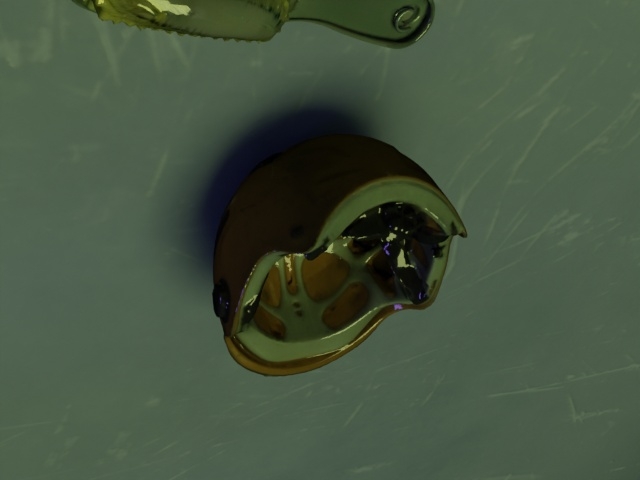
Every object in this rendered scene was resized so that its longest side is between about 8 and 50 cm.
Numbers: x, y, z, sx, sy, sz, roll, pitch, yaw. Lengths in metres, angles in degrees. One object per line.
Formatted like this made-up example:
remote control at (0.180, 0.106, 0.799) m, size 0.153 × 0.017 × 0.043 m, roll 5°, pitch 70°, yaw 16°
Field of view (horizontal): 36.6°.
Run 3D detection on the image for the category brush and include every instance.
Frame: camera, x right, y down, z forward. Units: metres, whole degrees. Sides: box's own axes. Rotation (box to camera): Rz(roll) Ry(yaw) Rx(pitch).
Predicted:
brush at (-0.027, -0.151, 0.627) m, size 0.297 × 0.060 × 0.068 m, roll -2°, pitch 132°, yaw -37°

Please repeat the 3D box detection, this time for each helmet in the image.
helmet at (0.000, 0.000, 0.769) m, size 0.199 × 0.130 × 0.224 m, roll -3°, pitch 145°, yaw -30°
